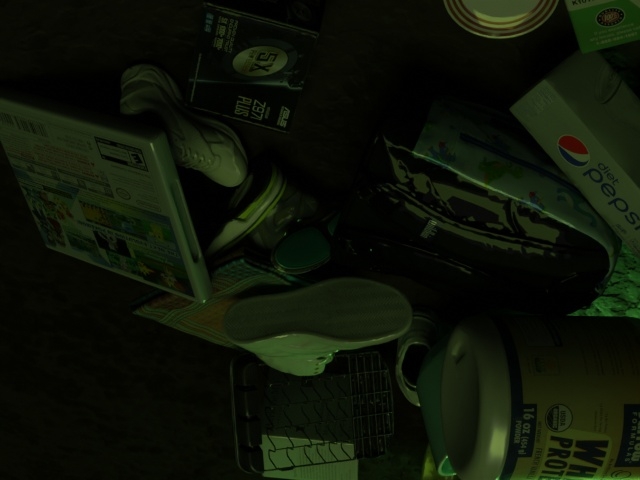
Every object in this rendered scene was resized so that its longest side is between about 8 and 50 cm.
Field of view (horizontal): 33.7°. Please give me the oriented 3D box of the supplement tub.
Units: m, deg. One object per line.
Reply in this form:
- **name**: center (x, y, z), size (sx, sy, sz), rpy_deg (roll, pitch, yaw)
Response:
- **supplement tub**: center (0.337, 0.213, 1.402), size (0.316, 0.228, 0.228), rpy_deg (1, 139, -8)

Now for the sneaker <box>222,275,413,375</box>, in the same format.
- **sneaker**: center (0.016, 0.137, 1.622), size (0.292, 0.108, 0.169), rpy_deg (-5, 155, 19)

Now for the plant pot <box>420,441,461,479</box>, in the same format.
- **plant pot**: center (0.345, 0.497, 1.984), size (0.254, 0.276, 0.276), rpy_deg (5, 140, -10)

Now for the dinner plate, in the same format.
- **dinner plate**: center (0.218, -0.305, 1.273), size (0.141, 0.017, 0.141), rpy_deg (6, 139, 5)

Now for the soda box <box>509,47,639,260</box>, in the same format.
- **soda box**: center (0.373, -0.099, 1.302), size (0.286, 0.098, 0.091), rpy_deg (50, 154, 2)

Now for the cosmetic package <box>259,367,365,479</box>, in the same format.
- **cosmetic package**: center (-0.013, 0.343, 1.943), size (0.184, 0.151, 0.151), rpy_deg (5, 138, 5)

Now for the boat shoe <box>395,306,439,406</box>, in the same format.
- **boat shoe**: center (0.167, 0.224, 1.822), size (0.095, 0.084, 0.258), rpy_deg (-1, 137, 13)

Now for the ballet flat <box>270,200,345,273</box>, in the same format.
- **ballet flat**: center (0.000, 0.000, 1.557), size (0.070, 0.188, 0.070), rpy_deg (42, 148, 34)

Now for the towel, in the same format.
- **towel**: center (-0.085, 0.122, 1.714), size (0.271, 0.040, 0.370), rpy_deg (-26, 145, 34)

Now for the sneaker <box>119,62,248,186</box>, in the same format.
- **sneaker**: center (-0.199, -0.134, 1.477), size (0.090, 0.115, 0.232), rpy_deg (-29, 125, 36)

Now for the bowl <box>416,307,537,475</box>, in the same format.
- **bowl**: center (0.277, 0.221, 1.685), size (0.311, 0.163, 0.311), rpy_deg (-26, 154, -14)

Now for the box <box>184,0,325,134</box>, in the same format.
- **box**: center (-0.087, -0.241, 1.363), size (0.147, 0.077, 0.180), rpy_deg (15, 138, -6)

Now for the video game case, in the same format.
- **video game case**: center (-0.320, -0.067, 1.527), size (0.329, 0.036, 0.300), rpy_deg (17, 138, 29)

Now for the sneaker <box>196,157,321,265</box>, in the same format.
- **sneaker**: center (-0.112, -0.002, 1.618), size (0.121, 0.111, 0.300), rpy_deg (25, 139, -22)

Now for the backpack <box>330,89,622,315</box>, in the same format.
- **backpack**: center (0.232, -0.038, 1.418), size (0.355, 0.273, 0.290), rpy_deg (28, 139, 10)

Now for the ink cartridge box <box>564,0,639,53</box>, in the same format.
- **ink cartridge box**: center (0.336, -0.359, 1.111), size (0.201, 0.117, 0.278), rpy_deg (-11, 134, 23)

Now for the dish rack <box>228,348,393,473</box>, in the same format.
- **dish rack**: center (-0.011, 0.284, 1.788), size (0.271, 0.208, 0.074), rpy_deg (-4, -177, -15)
